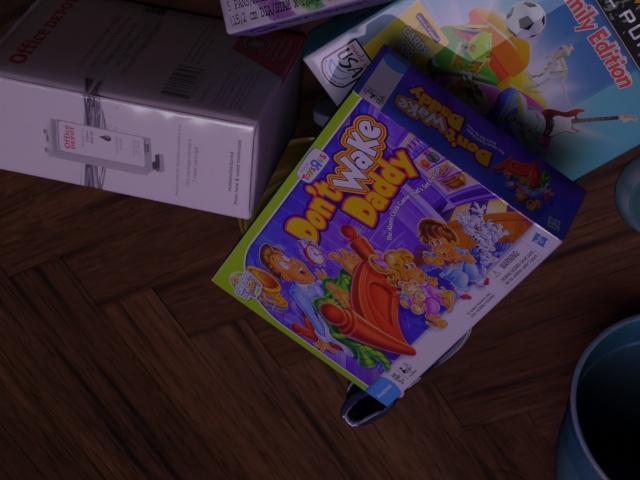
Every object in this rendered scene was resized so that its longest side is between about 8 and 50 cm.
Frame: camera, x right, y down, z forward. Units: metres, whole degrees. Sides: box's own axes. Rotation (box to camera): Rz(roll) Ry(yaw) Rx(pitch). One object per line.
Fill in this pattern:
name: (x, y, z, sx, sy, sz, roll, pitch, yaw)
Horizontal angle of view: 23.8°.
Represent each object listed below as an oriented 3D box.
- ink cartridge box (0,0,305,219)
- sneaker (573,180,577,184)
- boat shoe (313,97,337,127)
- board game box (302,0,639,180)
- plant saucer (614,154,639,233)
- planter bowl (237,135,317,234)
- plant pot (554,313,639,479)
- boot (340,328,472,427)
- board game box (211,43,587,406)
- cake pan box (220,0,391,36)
ink cartridge box: (-0.177, -0.145, 1.544, 0.283, 0.207, 0.117, 12, 125, 8)
sneaker: (0.212, -0.041, 1.609, 0.135, 0.052, 0.058, -27, 118, 30)
boat shoe: (0.081, -0.098, 1.593, 0.183, 0.065, 0.083, 7, 122, 8)
board game box: (0.192, -0.175, 1.463, 0.336, 0.079, 0.254, -30, 113, 19)
plant saucer: (0.366, -0.042, 1.583, 0.119, 0.021, 0.119, 8, 126, 11)
planter bowl: (0.000, 0.000, 1.672, 0.217, 0.090, 0.217, 8, 126, 11)
plant pot: (0.376, 0.258, 1.661, 0.272, 0.271, 0.255, 16, 142, 4)
boot: (0.100, 0.147, 1.750, 0.069, 0.086, 0.190, 39, 125, -13)
board game box: (0.065, -0.002, 1.491, 0.233, 0.078, 0.347, 36, 139, -3)
cake pan box: (0.006, -0.333, 1.385, 0.267, 0.070, 0.245, -11, 90, 23)
